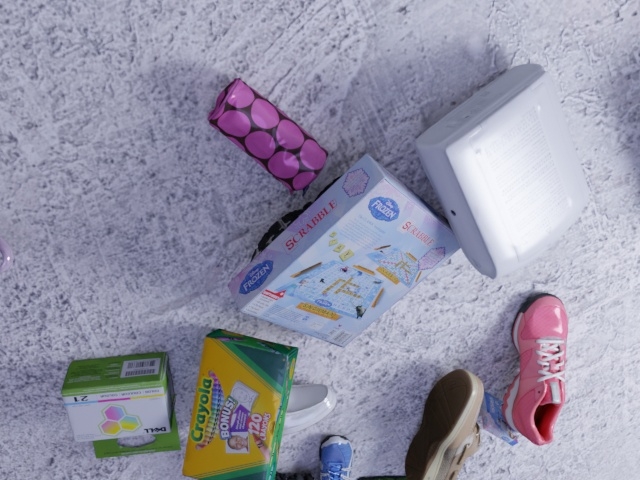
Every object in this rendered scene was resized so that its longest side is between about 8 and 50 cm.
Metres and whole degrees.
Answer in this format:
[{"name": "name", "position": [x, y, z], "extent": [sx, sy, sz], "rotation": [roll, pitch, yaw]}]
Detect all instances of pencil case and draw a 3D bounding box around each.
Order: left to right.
[{"name": "pencil case", "position": [-0.088, -0.168, 1.126], "extent": [0.209, 0.095, 0.098], "rotation": [40, 122, -21]}]

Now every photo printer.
[{"name": "photo printer", "position": [0.321, -0.103, 1.162], "extent": [0.256, 0.107, 0.307], "rotation": [-38, 118, -13]}]

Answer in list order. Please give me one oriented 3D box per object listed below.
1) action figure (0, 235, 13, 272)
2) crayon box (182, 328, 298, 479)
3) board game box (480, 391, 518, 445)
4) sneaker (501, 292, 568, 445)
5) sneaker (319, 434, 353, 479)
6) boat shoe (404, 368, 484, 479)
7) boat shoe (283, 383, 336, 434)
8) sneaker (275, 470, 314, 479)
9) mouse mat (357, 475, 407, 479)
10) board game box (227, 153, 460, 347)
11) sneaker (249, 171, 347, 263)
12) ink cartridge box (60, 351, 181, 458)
[{"name": "action figure", "position": [-0.697, 0.144, 1.192], "extent": [0.276, 0.248, 0.370], "rotation": [-30, 143, -40]}, {"name": "crayon box", "position": [-0.152, 0.322, 1.295], "extent": [0.166, 0.081, 0.278], "rotation": [11, 96, 12]}, {"name": "board game box", "position": [0.381, 0.381, 1.464], "extent": [0.090, 0.090, 0.020], "rotation": [32, 125, -21]}, {"name": "sneaker", "position": [0.455, 0.264, 1.371], "extent": [0.116, 0.136, 0.313], "rotation": [2, 103, -9]}, {"name": "sneaker", "position": [0.037, 0.517, 1.497], "extent": [0.080, 0.081, 0.211], "rotation": [-3, 116, -4]}, {"name": "boat shoe", "position": [0.281, 0.404, 1.457], "extent": [0.110, 0.121, 0.341], "rotation": [7, 126, -15]}, {"name": "boat shoe", "position": [-0.108, 0.330, 1.372], "extent": [0.277, 0.098, 0.096], "rotation": [-15, 119, 2]}, {"name": "sneaker", "position": [-0.088, 0.521, 1.476], "extent": [0.147, 0.104, 0.295], "rotation": [-19, 124, 1]}, {"name": "mouse mat", "position": [0.170, 0.608, 1.603], "extent": [0.190, 0.007, 0.152], "rotation": [2, 117, -7]}, {"name": "board game box", "position": [0.057, 0.037, 1.183], "extent": [0.318, 0.066, 0.319], "rotation": [-42, 143, 14]}, {"name": "sneaker", "position": [0.000, 0.000, 1.217], "extent": [0.279, 0.107, 0.118], "rotation": [-34, 125, 13]}, {"name": "ink cartridge box", "position": [-0.383, 0.357, 1.352], "extent": [0.189, 0.097, 0.255], "rotation": [-5, 117, -5]}]
